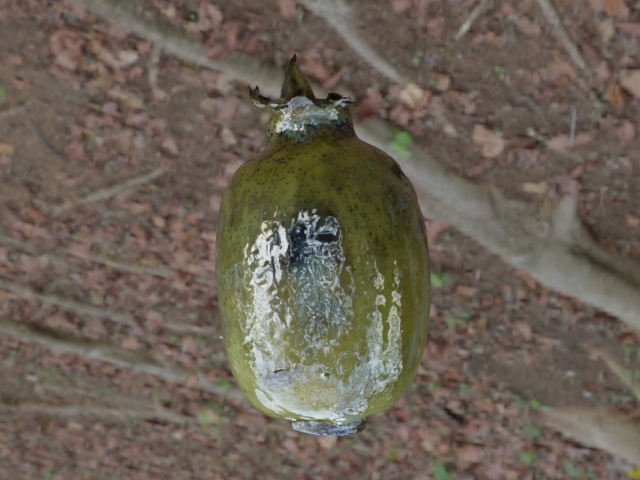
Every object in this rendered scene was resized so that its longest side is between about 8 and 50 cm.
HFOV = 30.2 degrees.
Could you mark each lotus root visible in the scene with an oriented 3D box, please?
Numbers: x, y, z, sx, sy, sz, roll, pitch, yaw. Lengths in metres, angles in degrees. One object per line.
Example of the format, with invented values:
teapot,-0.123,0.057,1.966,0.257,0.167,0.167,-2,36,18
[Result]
lotus root,0.000,0.000,0.845,0.154,0.278,0.154,-3,-178,0
